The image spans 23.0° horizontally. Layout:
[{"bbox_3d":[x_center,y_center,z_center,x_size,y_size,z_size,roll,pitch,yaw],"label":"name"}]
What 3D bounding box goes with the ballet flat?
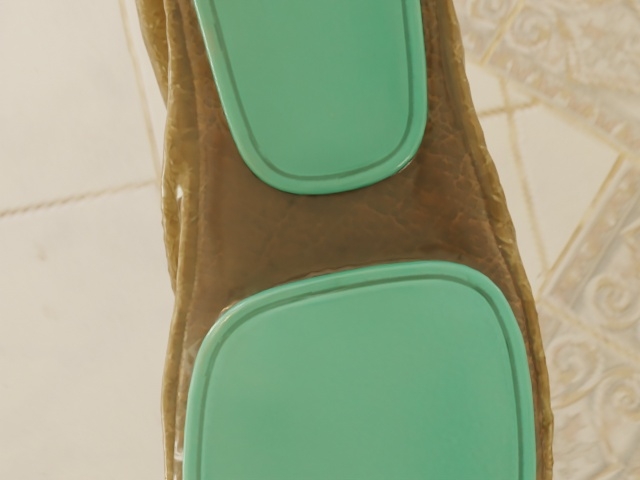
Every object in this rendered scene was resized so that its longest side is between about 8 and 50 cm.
[{"bbox_3d":[0.000,0.000,0.485,0.116,0.124,0.342,-10,91,-1],"label":"ballet flat"}]
